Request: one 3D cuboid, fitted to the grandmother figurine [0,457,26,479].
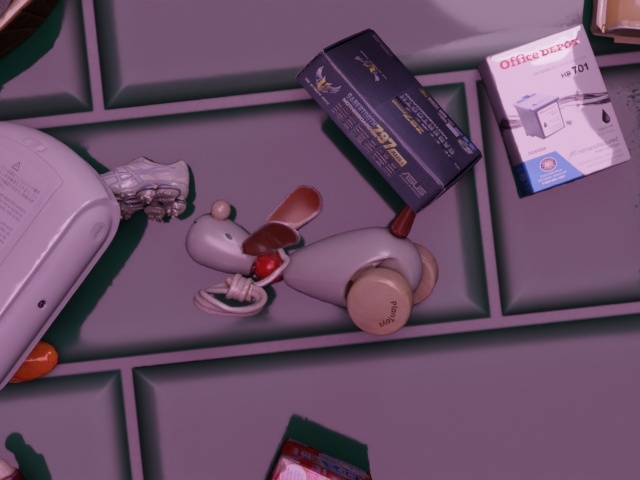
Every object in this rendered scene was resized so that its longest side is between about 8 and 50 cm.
[{"bbox_3d":[-0.447,0.363,1.827,0.342,0.104,0.207,22,116,-2],"label":"grandmother figurine"}]

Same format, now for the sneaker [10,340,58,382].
[{"bbox_3d":[-0.435,0.156,1.842,0.175,0.067,0.064,2,87,-1],"label":"sneaker"}]

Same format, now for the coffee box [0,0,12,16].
[{"bbox_3d":[-0.393,-0.453,1.745,0.168,0.119,0.297,34,83,18],"label":"coffee box"}]

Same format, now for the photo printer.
[{"bbox_3d":[-0.412,0.005,1.775,0.256,0.107,0.307,31,83,32],"label":"photo printer"}]

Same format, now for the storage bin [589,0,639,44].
[{"bbox_3d":[0.498,-0.388,1.818,0.260,0.123,0.262,5,89,0],"label":"storage bin"}]

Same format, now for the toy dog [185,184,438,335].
[{"bbox_3d":[0.000,0.000,1.787,0.334,0.220,0.161,8,111,-9],"label":"toy dog"}]

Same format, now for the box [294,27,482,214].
[{"bbox_3d":[0.092,-0.157,1.785,0.232,0.183,0.059,48,118,2],"label":"box"}]

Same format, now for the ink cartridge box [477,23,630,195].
[{"bbox_3d":[0.305,-0.170,1.836,0.140,0.082,0.190,-20,90,0],"label":"ink cartridge box"}]

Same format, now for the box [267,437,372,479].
[{"bbox_3d":[-0.013,0.334,1.738,0.128,0.257,0.122,23,87,1],"label":"box"}]

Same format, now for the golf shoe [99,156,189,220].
[{"bbox_3d":[-0.256,-0.073,1.858,0.176,0.069,0.086,2,50,12],"label":"golf shoe"}]

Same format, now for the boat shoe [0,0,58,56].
[{"bbox_3d":[-0.460,-0.285,1.825,0.341,0.121,0.110,-43,89,1],"label":"boat shoe"}]
